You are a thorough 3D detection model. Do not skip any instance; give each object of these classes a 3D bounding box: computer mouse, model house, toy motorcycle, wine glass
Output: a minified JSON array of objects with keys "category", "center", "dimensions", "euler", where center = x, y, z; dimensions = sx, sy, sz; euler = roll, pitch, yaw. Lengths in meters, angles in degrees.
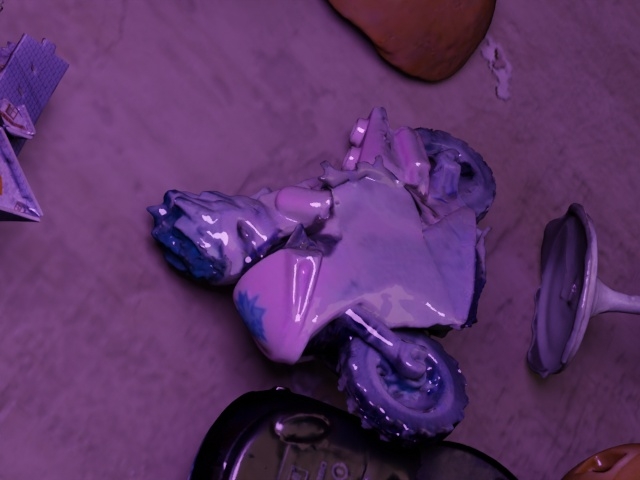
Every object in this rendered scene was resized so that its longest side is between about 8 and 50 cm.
[{"category":"computer mouse","center":[0.023,0.171,0.888],"dimensions":[0.233,0.096,0.137],"euler":[28,61,-17]},{"category":"model house","center":[-0.190,-0.055,0.773],"dimensions":[0.088,0.117,0.167],"euler":[48,52,-40]},{"category":"toy motorcycle","center":[0.002,-0.004,0.904],"dimensions":[0.204,0.108,0.239],"euler":[21,29,-7]},{"category":"wine glass","center":[0.265,0.054,1.039],"dimensions":[0.232,0.156,0.156],"euler":[11,71,-7]}]

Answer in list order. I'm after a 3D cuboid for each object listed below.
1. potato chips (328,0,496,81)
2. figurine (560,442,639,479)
[{"category":"potato chips","center":[0.059,-0.213,1.028],"dimensions":[0.195,0.062,0.208],"euler":[-4,80,-41]},{"category":"figurine","center":[0.233,0.263,0.992],"dimensions":[0.285,0.167,0.342],"euler":[66,30,-17]}]
